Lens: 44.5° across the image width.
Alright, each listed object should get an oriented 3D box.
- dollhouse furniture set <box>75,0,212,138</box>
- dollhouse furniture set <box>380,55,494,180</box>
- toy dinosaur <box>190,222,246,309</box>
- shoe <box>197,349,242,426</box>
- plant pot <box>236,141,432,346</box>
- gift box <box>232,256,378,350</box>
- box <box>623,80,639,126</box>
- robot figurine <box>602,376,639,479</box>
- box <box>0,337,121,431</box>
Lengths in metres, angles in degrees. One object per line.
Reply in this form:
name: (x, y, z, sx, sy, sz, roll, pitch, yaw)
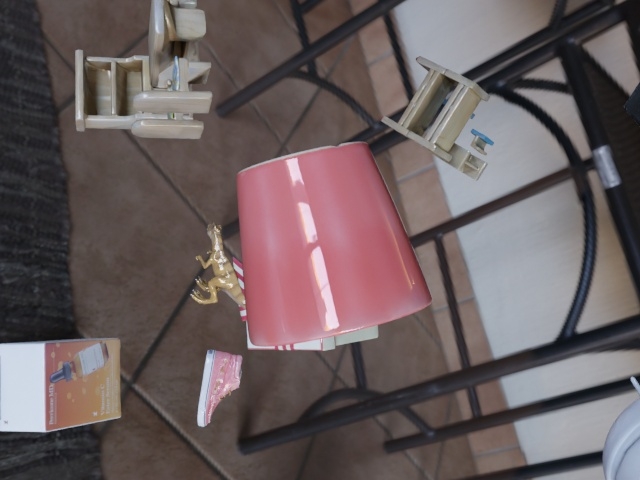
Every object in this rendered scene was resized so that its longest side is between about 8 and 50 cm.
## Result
dollhouse furniture set: (-0.383, -0.383, 1.630, 0.256, 0.394, 0.362, -1, 75, -15)
dollhouse furniture set: (0.222, -0.210, 1.362, 0.129, 0.129, 0.183, 37, 10, 35)
toy dinosaur: (-0.161, 0.073, 1.344, 0.211, 0.112, 0.064, 61, 22, 3)
shoe: (-0.219, 0.327, 1.708, 0.063, 0.081, 0.178, -100, -161, -78)
plant pot: (0.000, 0.000, 1.115, 0.275, 0.275, 0.243, -16, 93, -56)
gift box: (-0.041, 0.113, 1.803, 0.258, 0.255, 0.276, -3, 83, -53)
box: (0.360, -0.145, 0.614, 0.180, 0.147, 0.077, -13, 56, -23)
robot figurine: (0.467, 0.309, 0.922, 0.353, 0.199, 0.300, -105, 178, -62)
box: (-0.396, 0.218, 1.201, 0.170, 0.091, 0.130, 9, 78, -65)
